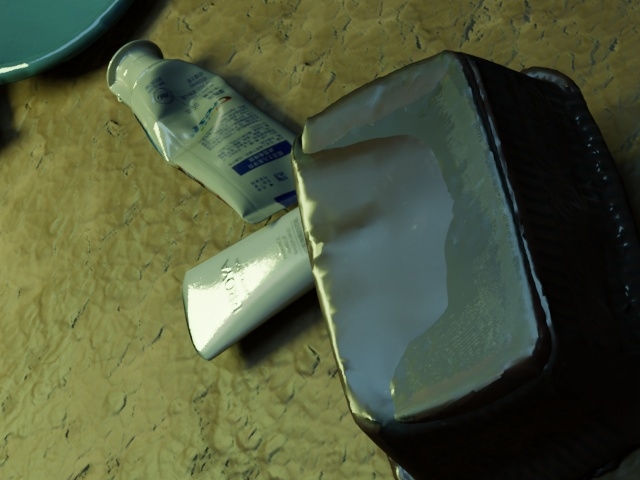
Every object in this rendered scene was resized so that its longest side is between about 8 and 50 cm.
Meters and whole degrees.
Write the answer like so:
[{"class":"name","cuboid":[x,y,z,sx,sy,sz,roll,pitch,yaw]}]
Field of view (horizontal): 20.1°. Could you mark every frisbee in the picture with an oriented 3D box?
[{"class":"frisbee","cuboid":[-0.257,-0.260,1.711,0.289,0.049,0.289,-15,54,22]}]

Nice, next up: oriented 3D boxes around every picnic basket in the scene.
[{"class":"picnic basket","cuboid":[0.091,0.016,1.166,0.222,0.129,0.297,-25,61,22]}]

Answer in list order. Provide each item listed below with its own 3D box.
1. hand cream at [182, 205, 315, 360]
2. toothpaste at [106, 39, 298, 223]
[{"class":"hand cream","cuboid":[0.000,0.000,1.339,0.255,0.048,0.079,-32,50,18]},{"class":"toothpaste","cuboid":[-0.086,-0.087,1.456,0.096,0.061,0.266,-28,41,-22]}]
